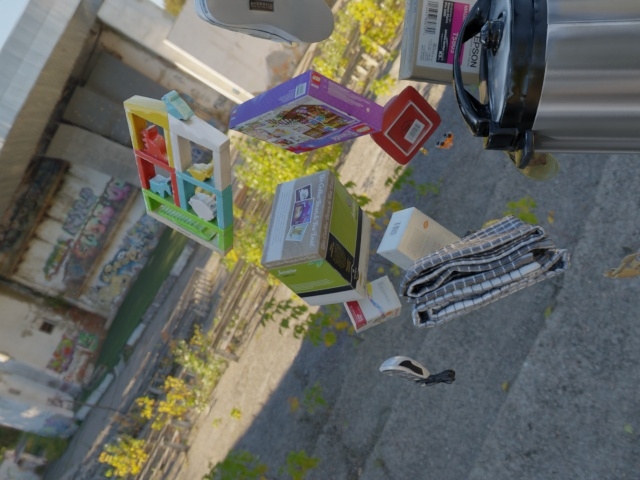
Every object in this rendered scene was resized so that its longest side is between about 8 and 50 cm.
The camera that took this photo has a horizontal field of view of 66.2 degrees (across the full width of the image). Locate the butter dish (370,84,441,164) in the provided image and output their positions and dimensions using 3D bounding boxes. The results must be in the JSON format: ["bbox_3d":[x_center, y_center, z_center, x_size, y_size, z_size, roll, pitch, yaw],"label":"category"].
[{"bbox_3d":[0.199,-0.304,1.264,0.160,0.160,0.118,-51,36,8],"label":"butter dish"}]

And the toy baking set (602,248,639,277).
[{"bbox_3d":[0.903,0.056,1.380,0.196,0.256,0.030,119,143,-55],"label":"toy baking set"}]

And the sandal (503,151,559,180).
[{"bbox_3d":[0.750,-0.316,1.786,0.120,0.303,0.086,-55,16,8],"label":"sandal"}]

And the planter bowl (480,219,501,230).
[{"bbox_3d":[0.735,-0.007,1.897,0.090,0.217,0.217,118,169,-59],"label":"planter bowl"}]

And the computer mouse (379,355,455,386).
[{"bbox_3d":[0.216,0.299,1.138,0.106,0.193,0.042,-23,51,44],"label":"computer mouse"}]

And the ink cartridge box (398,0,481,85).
[{"bbox_3d":[0.309,-0.517,1.234,0.088,0.193,0.234,-138,50,-73],"label":"ink cartridge box"}]

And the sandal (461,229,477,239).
[{"bbox_3d":[0.455,0.038,1.394,0.254,0.055,0.097,-128,46,-72],"label":"sandal"}]

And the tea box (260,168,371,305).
[{"bbox_3d":[0.000,0.000,1.644,0.220,0.323,0.328,-12,52,28],"label":"tea box"}]

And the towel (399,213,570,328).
[{"bbox_3d":[0.291,0.051,0.930,0.284,0.121,0.235,-26,-5,11],"label":"towel"}]

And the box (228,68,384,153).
[{"bbox_3d":[-0.038,-0.266,1.066,0.293,0.201,0.057,-3,76,50],"label":"box"}]

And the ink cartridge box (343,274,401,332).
[{"bbox_3d":[0.184,0.228,1.750,0.128,0.176,0.127,77,169,-66],"label":"ink cartridge box"}]

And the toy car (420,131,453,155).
[{"bbox_3d":[0.360,-0.290,1.490,0.060,0.040,0.122,-55,18,-13],"label":"toy car"}]

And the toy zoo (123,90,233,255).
[{"bbox_3d":[-0.234,-0.118,0.827,0.030,0.192,0.293,-49,-22,-39],"label":"toy zoo"}]

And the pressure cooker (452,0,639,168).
[{"bbox_3d":[0.490,-0.366,1.013,0.369,0.421,0.375,-74,-16,-57],"label":"pressure cooker"}]

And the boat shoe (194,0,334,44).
[{"bbox_3d":[-0.148,-0.574,1.261,0.156,0.367,0.135,23,118,53],"label":"boat shoe"}]

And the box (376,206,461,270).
[{"bbox_3d":[0.462,0.037,2.196,0.215,0.345,0.168,-64,19,-17],"label":"box"}]
